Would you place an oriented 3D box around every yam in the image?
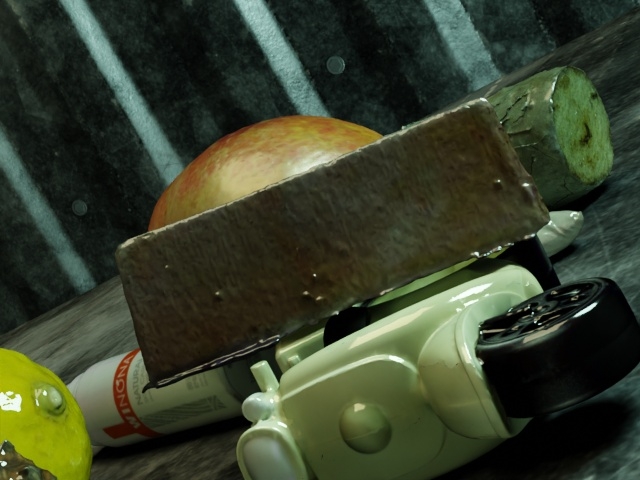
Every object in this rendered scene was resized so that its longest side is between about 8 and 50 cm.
[{"bbox_3d":[0.204,-0.090,1.398,0.254,0.154,0.154,-20,13,48],"label":"yam"}]

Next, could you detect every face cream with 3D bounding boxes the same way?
[{"bbox_3d":[-0.176,0.160,1.371,0.345,0.102,0.102,-22,12,44],"label":"face cream"}]

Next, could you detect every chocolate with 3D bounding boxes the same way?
[{"bbox_3d":[0.000,0.000,0.948,0.321,0.112,0.112,-23,1,5],"label":"chocolate"}]

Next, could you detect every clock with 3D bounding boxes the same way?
[{"bbox_3d":[0.074,0.088,0.944,0.276,0.120,0.379,-27,4,5],"label":"clock"}]

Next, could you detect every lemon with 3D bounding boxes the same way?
[{"bbox_3d":[-0.335,0.217,1.156,0.288,0.233,0.233,-32,7,20],"label":"lemon"}]

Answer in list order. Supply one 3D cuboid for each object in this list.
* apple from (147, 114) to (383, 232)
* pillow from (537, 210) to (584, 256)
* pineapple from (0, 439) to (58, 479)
[{"bbox_3d":[-0.033,-0.029,1.189,0.251,0.163,0.293,-20,2,-39],"label":"apple"},{"bbox_3d":[0.115,0.033,1.256,0.270,0.067,0.173,-30,12,-3],"label":"pillow"},{"bbox_3d":[-0.296,0.298,0.870,0.175,0.175,0.361,-23,23,38],"label":"pineapple"}]
